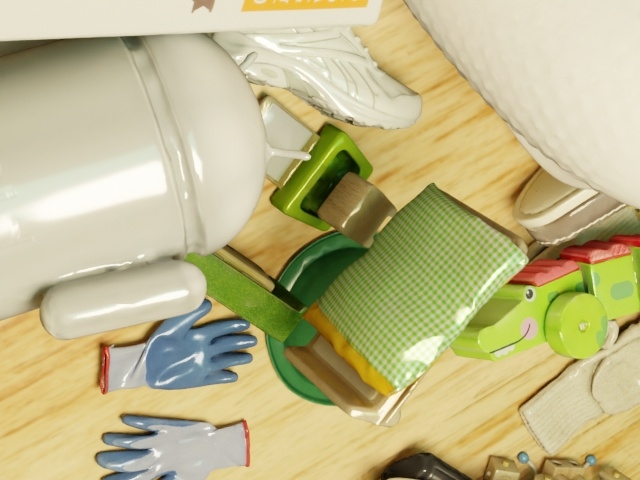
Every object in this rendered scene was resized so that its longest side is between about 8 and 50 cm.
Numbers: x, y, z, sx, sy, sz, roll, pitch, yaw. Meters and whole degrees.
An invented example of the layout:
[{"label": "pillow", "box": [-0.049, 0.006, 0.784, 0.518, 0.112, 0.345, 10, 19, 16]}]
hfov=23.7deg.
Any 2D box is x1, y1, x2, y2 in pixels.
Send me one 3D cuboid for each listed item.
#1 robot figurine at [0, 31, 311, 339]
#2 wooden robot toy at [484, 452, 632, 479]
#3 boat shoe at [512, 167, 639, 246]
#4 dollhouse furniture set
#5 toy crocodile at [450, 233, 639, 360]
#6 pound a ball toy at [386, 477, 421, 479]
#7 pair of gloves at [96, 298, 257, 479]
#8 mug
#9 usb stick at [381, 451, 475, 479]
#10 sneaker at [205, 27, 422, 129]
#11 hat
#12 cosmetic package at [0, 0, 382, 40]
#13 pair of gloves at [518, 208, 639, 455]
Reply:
[{"label": "robot figurine", "box": [-0.193, -0.059, 1.216, 0.354, 0.199, 0.299, -18, 68, -13]}, {"label": "wooden robot toy", "box": [0.253, 0.281, 1.648, 0.173, 0.076, 0.079, 6, 114, -27]}, {"label": "boat shoe", "box": [0.335, -0.087, 1.549, 0.324, 0.117, 0.096, -38, 115, -18]}, {"label": "dollhouse furniture set", "box": [0.000, 0.000, 1.296, 0.151, 0.301, 0.197, 37, 89, -33]}, {"label": "toy crocodile", "box": [0.268, 0.044, 1.514, 0.341, 0.115, 0.105, -17, 101, -27]}, {"label": "pound a ball toy", "box": [0.188, 0.373, 1.562, 0.319, 0.135, 0.208, 11, 133, -13]}, {"label": "pair of gloves", "box": [-0.135, 0.151, 1.440, 0.159, 0.023, 0.198, -8, 110, -26]}, {"label": "mug", "box": [0.240, -0.181, 1.337, 0.276, 0.374, 0.328, -32, 77, -22]}, {"label": "usb stick", "box": [0.179, 0.299, 1.617, 0.278, 0.045, 0.077, 34, 129, -30]}, {"label": "sneaker", "box": [0.007, -0.174, 1.373, 0.232, 0.090, 0.115, 20, 92, -31]}, {"label": "hat", "box": [0.062, 0.088, 1.423, 0.173, 0.183, 0.208, -12, 111, -23]}, {"label": "cosmetic package", "box": [-0.145, -0.286, 1.136, 0.453, 0.161, 0.230, -8, 132, -33]}, {"label": "pair of gloves", "box": [0.284, 0.094, 1.619, 0.204, 0.042, 0.240, -31, 117, -15]}]
